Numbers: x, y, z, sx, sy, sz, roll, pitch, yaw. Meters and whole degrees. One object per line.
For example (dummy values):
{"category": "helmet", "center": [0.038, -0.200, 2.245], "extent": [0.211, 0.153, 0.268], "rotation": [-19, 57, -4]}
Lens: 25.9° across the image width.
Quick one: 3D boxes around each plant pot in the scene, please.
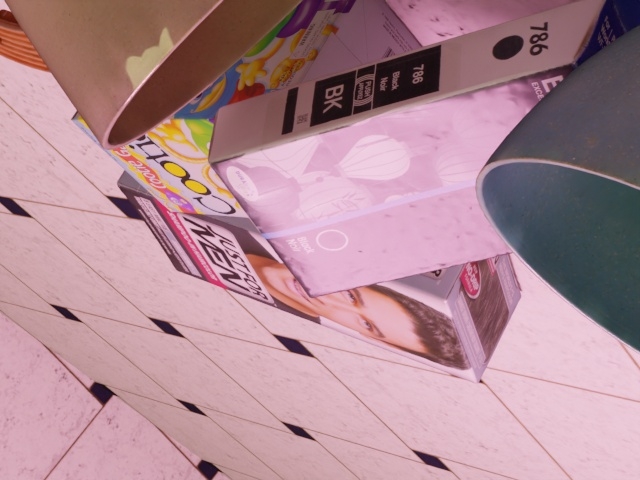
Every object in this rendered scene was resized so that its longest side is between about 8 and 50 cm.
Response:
{"category": "plant pot", "center": [-0.130, -0.241, 0.855], "extent": [0.274, 0.256, 0.256], "rotation": [47, 159, -2]}
{"category": "plant pot", "center": [0.263, -0.037, 0.796], "extent": [0.290, 0.195, 0.290], "rotation": [33, 169, 7]}

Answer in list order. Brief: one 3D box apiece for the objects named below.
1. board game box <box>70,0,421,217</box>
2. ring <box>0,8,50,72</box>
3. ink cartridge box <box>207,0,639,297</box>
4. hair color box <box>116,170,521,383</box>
{"category": "board game box", "center": [-0.052, -0.111, 1.158], "extent": [0.275, 0.142, 0.144], "rotation": [6, 149, 48]}
{"category": "ring", "center": [-0.300, -0.250, 1.109], "extent": [0.336, 0.032, 0.336], "rotation": [27, 160, 11]}
{"category": "ink cartridge box", "center": [0.106, -0.061, 0.956], "extent": [0.332, 0.065, 0.165], "rotation": [-15, 134, 22]}
{"category": "hair color box", "center": [0.000, 0.000, 1.400], "extent": [0.374, 0.113, 0.185], "rotation": [19, 157, 26]}
